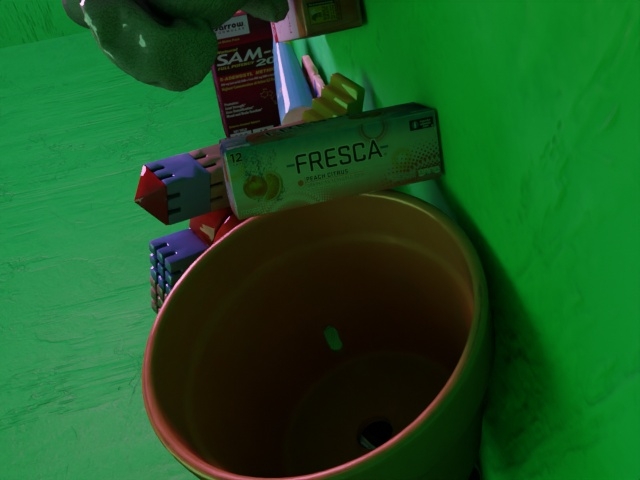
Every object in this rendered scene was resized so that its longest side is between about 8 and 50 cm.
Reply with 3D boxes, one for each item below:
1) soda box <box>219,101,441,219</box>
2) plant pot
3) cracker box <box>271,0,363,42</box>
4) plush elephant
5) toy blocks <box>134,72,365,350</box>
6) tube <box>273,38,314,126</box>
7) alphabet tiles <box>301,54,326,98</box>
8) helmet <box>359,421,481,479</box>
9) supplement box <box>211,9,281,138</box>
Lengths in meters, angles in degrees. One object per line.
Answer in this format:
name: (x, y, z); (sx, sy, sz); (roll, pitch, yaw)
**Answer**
soda box: (0.008, -0.071, 0.691); (0.058, 0.183, 0.063); (-127, 26, -69)
plant pot: (0.022, 0.126, 0.701); (0.203, 0.290, 0.291); (62, -177, -41)
cracker box: (-0.021, -0.307, 0.903); (0.232, 0.067, 0.156); (-133, 31, -74)
plush elephant: (-0.136, -0.287, 0.767); (0.255, 0.272, 0.330); (40, -165, 14)
toy blocks: (-0.071, 0.030, 0.902); (0.191, 0.261, 0.381); (41, 139, 38)
tube: (-0.044, -0.227, 1.122); (0.080, 0.052, 0.207); (93, 167, -47)
alphabet tiles: (0.014, -0.110, 1.149); (0.284, 0.021, 0.278); (-112, 12, -47)
helmet: (0.083, 0.253, 0.849); (0.169, 0.169, 0.162); (-117, 32, -57)
supplement box: (-0.116, -0.283, 1.360); (0.073, 0.130, 0.239); (-115, 13, -51)
